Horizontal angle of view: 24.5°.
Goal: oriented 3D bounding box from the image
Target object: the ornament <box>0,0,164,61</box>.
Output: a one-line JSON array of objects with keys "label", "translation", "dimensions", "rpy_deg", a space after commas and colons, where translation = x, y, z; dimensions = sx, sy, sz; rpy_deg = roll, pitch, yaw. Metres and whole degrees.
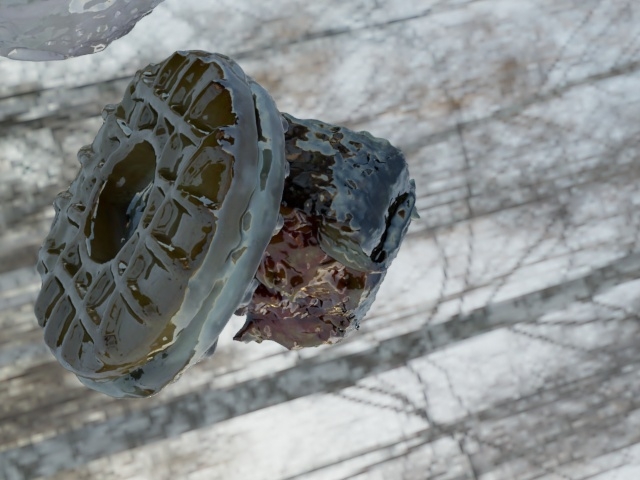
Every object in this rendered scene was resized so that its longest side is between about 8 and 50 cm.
[{"label": "ornament", "translation": [-0.225, -0.274, 1.196], "dimensions": [0.225, 0.259, 0.259], "rpy_deg": [-71, 156, -68]}]

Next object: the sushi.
[{"label": "sushi", "translation": [0.000, 0.000, 1.522], "dimensions": [0.343, 0.196, 0.182], "rpy_deg": [92, 9, -70]}]

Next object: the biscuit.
[{"label": "biscuit", "translation": [-0.149, -0.017, 1.331], "dimensions": [0.332, 0.103, 0.332], "rpy_deg": [-33, -135, 41]}]
